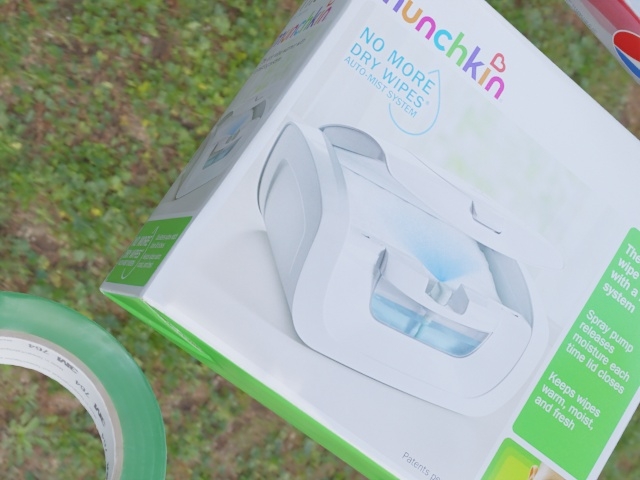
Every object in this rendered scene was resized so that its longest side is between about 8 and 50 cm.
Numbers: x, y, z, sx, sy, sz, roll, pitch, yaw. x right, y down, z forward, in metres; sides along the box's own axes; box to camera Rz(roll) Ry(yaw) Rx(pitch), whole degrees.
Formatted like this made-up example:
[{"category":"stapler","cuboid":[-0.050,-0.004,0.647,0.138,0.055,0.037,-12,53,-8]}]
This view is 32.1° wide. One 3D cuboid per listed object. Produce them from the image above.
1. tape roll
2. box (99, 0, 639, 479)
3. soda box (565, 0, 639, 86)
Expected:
[{"category":"tape roll","cuboid":[-0.310,0.208,1.048,0.321,0.321,0.077,-33,168,-29]},{"category":"box","cuboid":[0.056,0.010,0.619,0.262,0.127,0.231,38,77,-16]},{"category":"soda box","cuboid":[0.325,-0.149,0.930,0.092,0.083,0.263,-41,89,-9]}]
